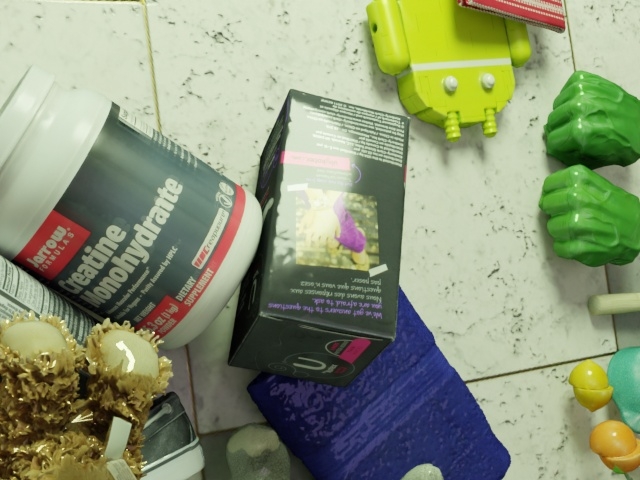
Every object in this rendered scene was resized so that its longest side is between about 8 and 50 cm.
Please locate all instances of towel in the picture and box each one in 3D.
[{"bbox_3d":[0.073,0.219,1.157,0.227,0.076,0.308,-38,102,-19],"label":"towel"},{"bbox_3d":[0.239,-0.420,1.309,0.199,0.031,0.275,3,70,-36],"label":"towel"}]

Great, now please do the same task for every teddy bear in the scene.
[{"bbox_3d":[-0.212,0.223,0.807,0.245,0.113,0.338,-7,82,-50],"label":"teddy bear"}]

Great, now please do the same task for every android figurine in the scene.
[{"bbox_3d":[0.174,-0.265,1.280,0.248,0.056,0.273,-7,85,-29],"label":"android figurine"}]

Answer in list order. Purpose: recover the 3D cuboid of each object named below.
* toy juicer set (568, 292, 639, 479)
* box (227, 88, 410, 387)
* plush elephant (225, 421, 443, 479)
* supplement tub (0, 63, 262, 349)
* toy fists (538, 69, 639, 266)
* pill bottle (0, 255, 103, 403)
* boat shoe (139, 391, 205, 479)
[{"bbox_3d":[0.433,0.196,1.347,0.209,0.089,0.329,16,54,-12],"label":"toy juicer set"},{"bbox_3d":[0.000,0.000,1.041,0.143,0.165,0.270,13,62,-11],"label":"box"},{"bbox_3d":[0.037,0.320,0.910,0.272,0.255,0.330,30,52,-16],"label":"plush elephant"},{"bbox_3d":[-0.213,-0.030,0.964,0.272,0.191,0.191,33,69,-21],"label":"supplement tub"},{"bbox_3d":[0.374,-0.101,1.344,0.142,0.096,0.279,17,74,-35],"label":"toy fists"},{"bbox_3d":[-0.312,0.078,0.879,0.245,0.130,0.130,42,65,-36],"label":"pill bottle"},{"bbox_3d":[-0.258,0.238,0.954,0.301,0.108,0.102,-21,94,-31],"label":"boat shoe"}]
